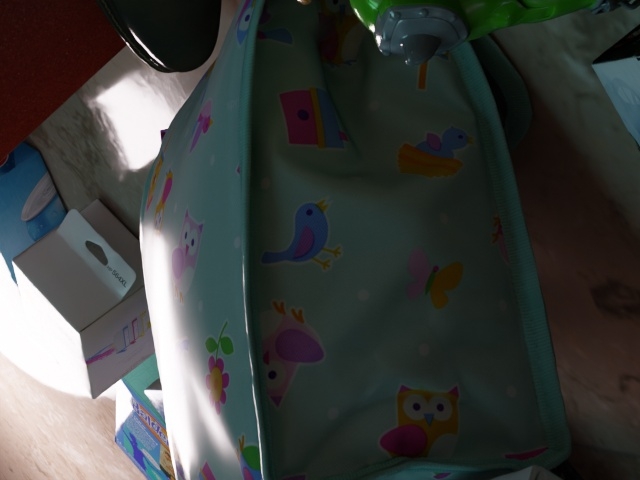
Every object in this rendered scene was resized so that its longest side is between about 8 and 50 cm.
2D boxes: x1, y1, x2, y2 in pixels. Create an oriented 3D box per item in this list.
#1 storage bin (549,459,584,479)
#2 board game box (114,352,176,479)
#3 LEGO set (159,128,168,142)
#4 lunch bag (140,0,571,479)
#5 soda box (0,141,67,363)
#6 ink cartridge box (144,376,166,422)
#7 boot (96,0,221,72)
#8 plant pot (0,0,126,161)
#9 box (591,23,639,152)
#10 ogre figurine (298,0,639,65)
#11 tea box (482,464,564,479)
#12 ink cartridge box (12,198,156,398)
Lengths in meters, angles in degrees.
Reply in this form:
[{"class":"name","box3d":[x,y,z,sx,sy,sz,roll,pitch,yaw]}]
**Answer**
[{"class":"storage bin","box3d":[0.114,0.207,0.828,0.180,0.084,0.122,52,128,2]},{"class":"board game box","box3d":[-0.126,0.200,1.374,0.160,0.047,0.210,47,157,13]},{"class":"LEGO set","box3d":[-0.025,0.038,0.897,0.087,0.093,0.227,-3,98,22]},{"class":"lunch bag","box3d":[0.000,0.000,0.696,0.223,0.160,0.262,130,134,-67]},{"class":"soda box","box3d":[-0.259,0.006,1.307,0.067,0.071,0.210,31,149,39]},{"class":"ink cartridge box","box3d":[-0.023,0.185,1.119,0.231,0.078,0.134,56,157,-11]},{"class":"boot","box3d":[-0.058,-0.145,0.696,0.106,0.082,0.219,40,153,32]},{"class":"plant pot","box3d":[-0.272,-0.176,0.736,0.267,0.267,0.236,43,173,20]},{"class":"box","box3d":[0.205,0.019,0.489,0.233,0.044,0.159,58,157,-14]},{"class":"ogre figurine","box3d":[0.024,-0.138,0.504,0.197,0.118,0.097,54,157,-4]},{"class":"tea box","box3d":[0.111,0.319,0.575,0.329,0.323,0.220,31,146,-17]},{"class":"ink cartridge box","box3d":[-0.186,0.045,1.203,0.092,0.090,0.143,43,156,21]}]
